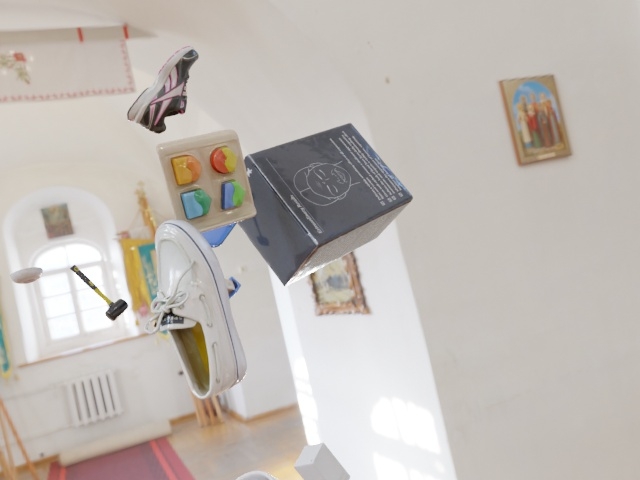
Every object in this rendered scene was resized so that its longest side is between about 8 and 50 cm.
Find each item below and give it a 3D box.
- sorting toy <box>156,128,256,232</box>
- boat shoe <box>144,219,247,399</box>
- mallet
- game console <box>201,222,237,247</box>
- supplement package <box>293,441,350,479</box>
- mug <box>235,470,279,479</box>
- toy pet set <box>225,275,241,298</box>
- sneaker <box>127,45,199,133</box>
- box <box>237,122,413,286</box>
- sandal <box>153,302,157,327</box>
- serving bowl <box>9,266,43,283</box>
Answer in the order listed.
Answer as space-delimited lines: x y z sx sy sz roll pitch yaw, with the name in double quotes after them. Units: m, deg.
-0.244 -0.131 1.251 0.193 0.208 0.038 -20 10 -32 "sorting toy"
-0.274 0.143 1.120 0.136 0.367 0.156 -14 4 31 "boat shoe"
-0.613 0.135 1.572 0.039 0.189 0.062 -35 4 47 "mallet"
-0.403 -0.028 2.203 0.250 0.173 0.293 105 -168 -49 "game console"
0.007 0.855 2.091 0.105 0.179 0.105 -26 15 38 "supplement package"
-0.131 0.818 1.485 0.374 0.328 0.276 -31 32 30 "mug"
-0.313 0.162 1.799 0.065 0.122 0.114 15 -48 -46 "toy pet set"
-0.271 -0.268 1.031 0.178 0.077 0.072 -57 18 -12 "sneaker"
-0.002 -0.108 1.525 0.395 0.293 0.212 -25 -18 -41 "box"
-0.513 0.194 1.809 0.040 0.179 0.067 17 19 -5 "sandal"
-0.809 0.101 1.561 0.083 0.027 0.083 -19 -12 -4 "serving bowl"
